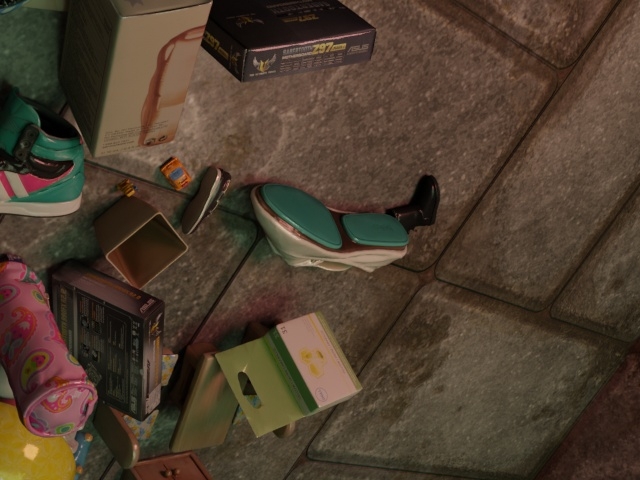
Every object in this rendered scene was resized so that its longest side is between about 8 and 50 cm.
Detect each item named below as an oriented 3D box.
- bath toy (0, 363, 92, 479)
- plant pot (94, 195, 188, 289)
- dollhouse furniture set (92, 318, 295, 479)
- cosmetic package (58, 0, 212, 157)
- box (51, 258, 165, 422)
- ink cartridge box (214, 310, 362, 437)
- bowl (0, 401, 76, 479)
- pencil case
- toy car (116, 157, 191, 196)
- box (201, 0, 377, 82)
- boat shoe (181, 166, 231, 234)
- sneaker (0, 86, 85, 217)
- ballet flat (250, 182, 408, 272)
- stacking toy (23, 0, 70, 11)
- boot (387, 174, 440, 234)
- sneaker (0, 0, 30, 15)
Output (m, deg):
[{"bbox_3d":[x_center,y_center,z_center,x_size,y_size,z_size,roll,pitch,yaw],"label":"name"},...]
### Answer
[{"bbox_3d":[-0.490,0.286,1.938,0.348,0.129,0.151,80,19,-48],"label":"bath toy"},{"bbox_3d":[-0.295,-0.008,1.865,0.109,0.096,0.109,-40,142,-7],"label":"plant pot"},{"bbox_3d":[-0.203,0.382,2.161,0.362,0.256,0.394,-3,125,-40],"label":"dollhouse furniture set"},{"bbox_3d":[-0.251,-0.260,1.557,0.129,0.153,0.296,-15,156,-25],"label":"cosmetic package"},{"bbox_3d":[-0.343,0.163,1.902,0.056,0.183,0.231,-45,150,-47],"label":"box"},{"bbox_3d":[-0.054,0.234,2.110,0.235,0.171,0.056,-15,162,-46],"label":"ink cartridge box"},{"bbox_3d":[-0.541,0.398,1.846,0.289,0.156,0.290,2,132,2],"label":"bowl"},{"bbox_3d":[-0.427,0.154,1.745,0.124,0.284,0.124,-21,140,-19],"label":"pencil case"},{"bbox_3d":[-0.257,-0.084,1.876,0.122,0.040,0.060,-29,138,-20],"label":"toy car"},{"bbox_3d":[-0.062,-0.312,1.737,0.232,0.183,0.059,-15,133,-31],"label":"box"},{"bbox_3d":[-0.189,-0.063,1.954,0.038,0.046,0.125,18,102,-43],"label":"boat shoe"},{"bbox_3d":[-0.448,-0.120,1.609,0.295,0.124,0.178,-5,126,-39],"label":"sneaker"},{"bbox_3d":[0.000,0.000,2.125,0.400,0.139,0.139,12,115,-47],"label":"ballet flat"},{"bbox_3d":[-0.253,-0.418,1.577,0.308,0.130,0.279,8,144,-42],"label":"stacking toy"},{"bbox_3d":[0.177,-0.063,2.282,0.099,0.045,0.121,-17,132,-23],"label":"boot"},{"bbox_3d":[-0.468,-0.286,1.479,0.237,0.085,0.086,-24,166,-12],"label":"sneaker"}]
